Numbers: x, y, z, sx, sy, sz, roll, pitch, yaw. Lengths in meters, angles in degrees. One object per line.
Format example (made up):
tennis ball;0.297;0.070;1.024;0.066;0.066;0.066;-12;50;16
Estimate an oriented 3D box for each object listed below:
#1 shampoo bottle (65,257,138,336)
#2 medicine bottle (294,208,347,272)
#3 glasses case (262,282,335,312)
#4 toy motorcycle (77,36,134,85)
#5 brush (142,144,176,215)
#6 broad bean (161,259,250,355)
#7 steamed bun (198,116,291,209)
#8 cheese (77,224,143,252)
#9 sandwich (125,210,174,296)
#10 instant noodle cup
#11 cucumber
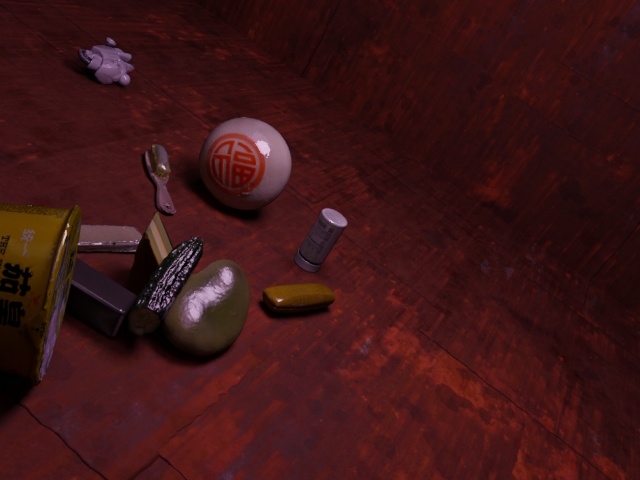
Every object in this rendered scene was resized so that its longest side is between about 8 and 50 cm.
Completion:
shampoo bottle;-0.505;0.099;1.371;0.246;0.080;0.079;32;26;1
medicine bottle;0.000;0.000;1.939;0.086;0.183;0.086;25;28;-14
glasses case;-0.054;0.153;1.759;0.234;0.064;0.079;-1;40;-46
toy motorcycle;-0.734;-0.609;2.305;0.171;0.110;0.260;48;20;-4
brush;-0.461;-0.187;1.914;0.072;0.067;0.313;14;34;-32
broad bean;-0.259;0.160;1.496;0.189;0.121;0.263;50;42;-8
steamed bun;-0.232;-0.228;1.966;0.283;0.283;0.177;34;11;5
cheese;-0.587;-0.006;1.512;0.400;0.034;0.085;1;40;-45
sandwich;-0.348;0.053;1.505;0.144;0.187;0.117;20;30;-10
instant noodle cup;-0.573;0.069;1.128;0.254;0.326;0.326;13;31;-16
cucumber;-0.327;0.086;1.410;0.077;0.077;0.265;28;45;-6
